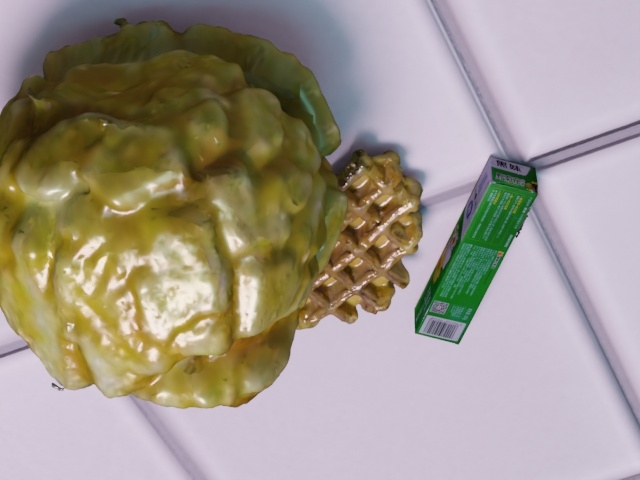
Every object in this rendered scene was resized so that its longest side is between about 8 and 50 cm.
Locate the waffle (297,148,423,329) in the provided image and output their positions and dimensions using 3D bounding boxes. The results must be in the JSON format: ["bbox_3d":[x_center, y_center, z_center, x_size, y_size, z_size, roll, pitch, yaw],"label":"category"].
[{"bbox_3d":[0.000,0.000,1.488,0.160,0.046,0.192,6,130,-7],"label":"waffle"}]

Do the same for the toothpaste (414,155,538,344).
[{"bbox_3d":[0.126,0.011,1.507,0.043,0.037,0.178,15,129,-10],"label":"toothpaste"}]

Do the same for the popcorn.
[{"bbox_3d":[-0.126,-0.021,1.336,0.282,0.282,0.247,0,134,-1],"label":"popcorn"}]
